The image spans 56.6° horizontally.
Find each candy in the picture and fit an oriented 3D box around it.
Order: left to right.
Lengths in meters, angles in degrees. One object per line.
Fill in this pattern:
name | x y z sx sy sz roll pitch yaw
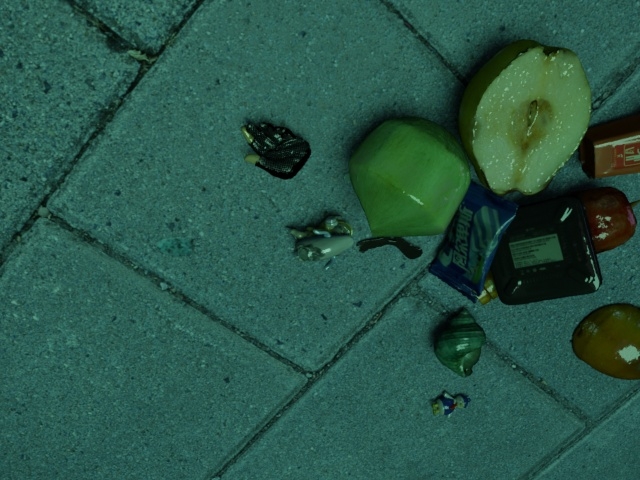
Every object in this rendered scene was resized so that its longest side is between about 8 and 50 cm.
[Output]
candy | 0.439 0.003 1.733 0.077 0.187 0.331 -17 132 -46

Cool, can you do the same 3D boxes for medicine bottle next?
medicine bottle | 0.554 0.111 1.829 0.192 0.096 0.096 -34 116 9

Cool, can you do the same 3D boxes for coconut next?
coconut | 0.220 -0.147 1.531 0.329 0.281 0.328 -7 103 -30

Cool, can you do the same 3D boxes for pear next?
pear | 0.505 -0.324 1.552 0.341 0.191 0.386 2 116 -18

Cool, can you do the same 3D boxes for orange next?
orange | 1.028 0.349 2.026 0.310 0.274 0.274 32 111 11

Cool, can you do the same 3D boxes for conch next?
conch | 0.451 0.326 1.905 0.196 0.134 0.202 2 118 -56

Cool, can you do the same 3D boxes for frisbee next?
frisbee | 0.197 -0.007 1.752 0.188 0.012 0.211 -14 128 6

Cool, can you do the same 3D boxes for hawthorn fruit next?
hawthorn fruit | 0.830 -0.070 1.716 0.243 0.207 0.207 -24 117 10

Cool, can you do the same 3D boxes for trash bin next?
trash bin | 0.855 -0.269 1.658 0.239 0.184 0.161 -11 118 9

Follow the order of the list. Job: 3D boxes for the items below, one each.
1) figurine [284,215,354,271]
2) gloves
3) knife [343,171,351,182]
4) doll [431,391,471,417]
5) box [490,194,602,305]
figurine | 0.000 0.000 1.672 0.209 0.184 0.128 3 118 32
gloves | -0.127 -0.246 1.560 0.181 0.106 0.129 37 107 7
knife | 0.227 -0.144 1.689 0.332 0.044 0.080 22 106 -14
doll | 0.456 0.570 2.067 0.143 0.057 0.098 -10 102 -9
box | 0.621 0.032 1.691 0.290 0.073 0.288 -14 88 33
